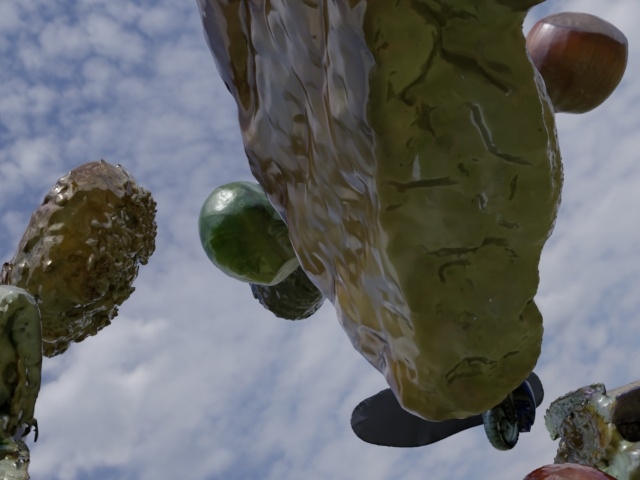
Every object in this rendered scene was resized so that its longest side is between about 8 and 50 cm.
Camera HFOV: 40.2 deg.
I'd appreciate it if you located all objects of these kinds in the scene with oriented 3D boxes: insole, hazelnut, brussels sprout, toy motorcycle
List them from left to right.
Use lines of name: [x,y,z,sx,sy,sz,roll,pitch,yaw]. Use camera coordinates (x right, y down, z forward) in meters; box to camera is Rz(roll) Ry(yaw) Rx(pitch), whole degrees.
brussels sprout: [-0.117,-0.009,1.440,0.144,0.181,0.161,-44,-22,24]
insole: [0.225,0.297,1.557,0.348,0.119,0.009,-14,-30,1]
toy motorcycle: [0.250,0.161,1.308,0.113,0.316,0.169,-13,16,34]
hazelnut: [0.497,-0.351,1.733,0.214,0.214,0.176,-44,-4,8]

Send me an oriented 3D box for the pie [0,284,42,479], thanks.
pie: [-0.281,0.208,0.724,0.075,0.338,0.338,10,-54,-17]

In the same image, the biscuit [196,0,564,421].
biscuit: [0.025,-0.058,0.413,0.091,0.213,0.274,-28,-41,-15]

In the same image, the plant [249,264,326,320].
plant: [0.000,0.000,1.597,0.321,0.194,0.181,-59,-4,39]

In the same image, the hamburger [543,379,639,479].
hamburger: [0.500,0.290,1.321,0.276,0.195,0.318,-13,-20,-6]

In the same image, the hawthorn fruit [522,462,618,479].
hawthorn fruit: [0.317,0.370,0.980,0.260,0.224,0.224,12,-53,-10]

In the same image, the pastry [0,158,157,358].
pastry: [-0.337,0.040,1.225,0.311,0.162,0.255,-52,4,19]
